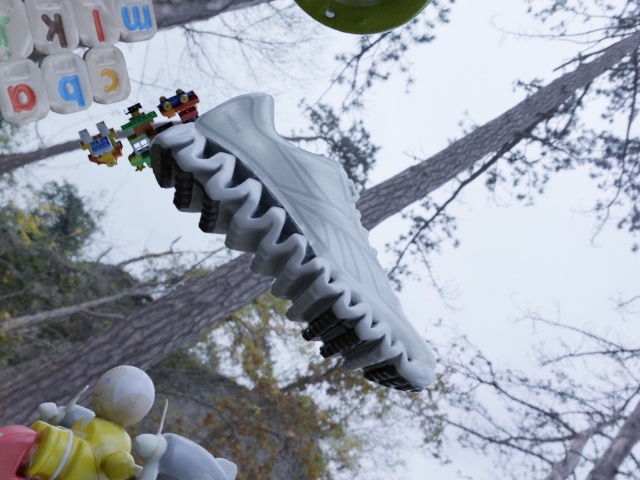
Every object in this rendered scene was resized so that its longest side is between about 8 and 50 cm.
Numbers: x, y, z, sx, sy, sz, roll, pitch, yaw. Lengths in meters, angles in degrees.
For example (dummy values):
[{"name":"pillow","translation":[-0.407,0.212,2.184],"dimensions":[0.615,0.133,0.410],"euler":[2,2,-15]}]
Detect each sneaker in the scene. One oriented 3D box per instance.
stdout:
[{"name":"sneaker","translation":[0.000,0.000,0.457],"dimensions":[0.292,0.118,0.110],"euler":[48,-26,-3]}]

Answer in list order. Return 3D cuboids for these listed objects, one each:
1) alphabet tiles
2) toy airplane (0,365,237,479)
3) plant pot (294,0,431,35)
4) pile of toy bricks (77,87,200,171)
[{"name":"alphabet tiles","translation":[-0.317,-0.285,0.636],"dimensions":[0.021,0.284,0.277],"euler":[13,-60,36]},{"name":"toy airplane","translation":[-0.274,0.320,0.802],"dimensions":[0.386,0.272,0.384],"euler":[6,-15,4]},{"name":"plant pot","translation":[0.079,-0.516,0.855],"dimensions":[0.367,0.353,0.366],"euler":[9,-33,6]},{"name":"pile of toy bricks","translation":[-0.289,-0.165,0.963],"dimensions":[0.118,0.212,0.105],"euler":[53,-14,40]}]
